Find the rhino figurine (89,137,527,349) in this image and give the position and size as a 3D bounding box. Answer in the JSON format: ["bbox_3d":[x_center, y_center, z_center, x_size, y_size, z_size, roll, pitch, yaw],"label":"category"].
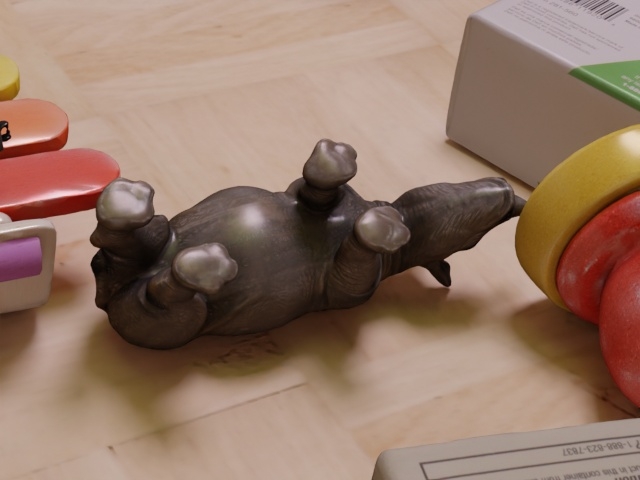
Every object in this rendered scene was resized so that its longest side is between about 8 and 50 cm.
[{"bbox_3d":[0.000,0.000,0.728,0.243,0.106,0.073,-10,70,-24],"label":"rhino figurine"}]

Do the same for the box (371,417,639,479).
[{"bbox_3d":[0.119,0.209,0.460,0.148,0.121,0.311,-3,39,-15],"label":"box"}]

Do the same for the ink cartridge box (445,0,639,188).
[{"bbox_3d":[0.210,-0.104,0.903,0.160,0.093,0.219,34,44,29],"label":"ink cartridge box"}]

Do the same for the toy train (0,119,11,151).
[{"bbox_3d":[-0.205,-0.022,0.641,0.036,0.027,0.158,25,42,38],"label":"toy train"}]

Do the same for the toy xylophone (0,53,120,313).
[{"bbox_3d":[-0.259,-0.048,0.752,0.236,0.081,0.323,-17,44,-29],"label":"toy xylophone"}]

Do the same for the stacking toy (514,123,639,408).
[{"bbox_3d":[0.275,-0.036,0.691,0.279,0.309,0.130,2,45,-25],"label":"stacking toy"}]
